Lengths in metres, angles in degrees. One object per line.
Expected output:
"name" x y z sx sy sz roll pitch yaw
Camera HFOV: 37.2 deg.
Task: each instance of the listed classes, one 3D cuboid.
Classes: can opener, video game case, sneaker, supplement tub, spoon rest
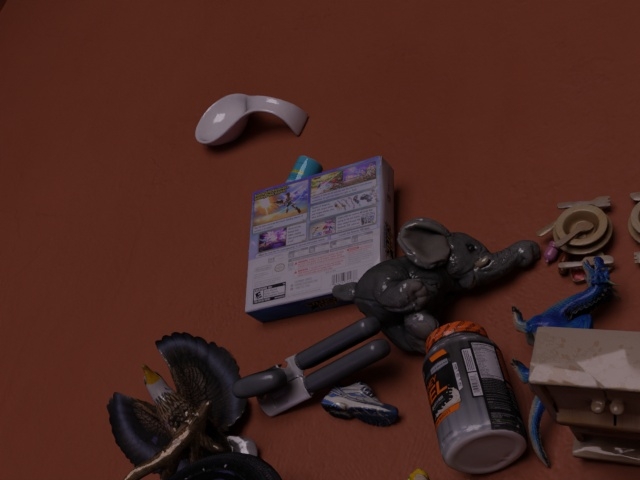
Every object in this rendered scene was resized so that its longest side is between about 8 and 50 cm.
"can opener" -0.015 0.202 1.467 0.280 0.093 0.074 -31 76 32
"video game case" 0.000 0.000 1.657 0.270 0.061 0.244 -14 59 27
"sneaker" 0.063 0.240 1.439 0.135 0.052 0.058 5 54 39
"supplement tub" 0.206 0.212 1.304 0.117 0.117 0.190 -26 43 17
"spoon rest" -0.160 -0.262 2.011 0.276 0.084 0.137 1 56 37

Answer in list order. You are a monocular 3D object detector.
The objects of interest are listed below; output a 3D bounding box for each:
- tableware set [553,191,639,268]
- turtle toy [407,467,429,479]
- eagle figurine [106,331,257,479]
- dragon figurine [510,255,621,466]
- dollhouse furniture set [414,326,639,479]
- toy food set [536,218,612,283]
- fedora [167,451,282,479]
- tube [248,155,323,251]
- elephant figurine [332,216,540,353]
"tableware set" 0.433 -0.027 1.374 0.194 0.039 0.128 -7 51 21
"turtle toy" 0.135 0.373 1.257 0.095 0.066 0.130 -43 42 1
"eagle figurine" -0.232 0.284 1.556 0.227 0.225 0.298 -2 5 -14
"dragon figurine" 0.339 0.150 1.280 0.144 0.085 0.289 -14 47 28
"dollhouse furniture set" 0.307 0.327 1.026 0.362 0.256 0.394 0 60 31
"toy food set" 0.374 0.021 1.416 0.078 0.019 0.122 -32 50 11
"fedora" -0.136 0.470 1.313 0.334 0.152 0.334 -22 41 21
"tube" -0.063 -0.061 1.798 0.080 0.052 0.207 8 66 49
"elephant figurine" 0.179 0.048 1.461 0.239 0.186 0.169 -48 7 -23
